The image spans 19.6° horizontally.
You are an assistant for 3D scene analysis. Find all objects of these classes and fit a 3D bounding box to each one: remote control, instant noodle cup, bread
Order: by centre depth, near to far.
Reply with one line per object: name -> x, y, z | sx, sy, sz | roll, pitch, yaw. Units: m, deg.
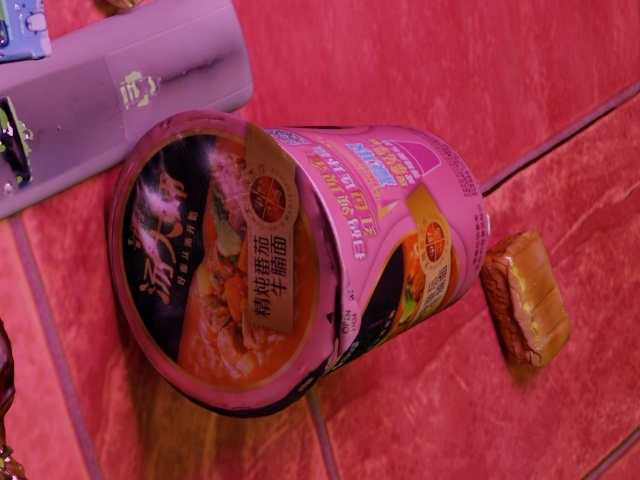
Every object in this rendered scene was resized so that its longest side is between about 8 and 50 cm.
remote control -> -0.160, -0.109, 1.417 | 0.313, 0.055, 0.109 | -30, 112, -45
instant noodle cup -> 0.000, 0.000, 1.469 | 0.255, 0.244, 0.244 | -14, 100, -49
bread -> 0.205, 0.058, 1.842 | 0.074, 0.053, 0.132 | -34, 113, -44

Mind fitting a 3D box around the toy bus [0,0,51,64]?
toy bus -> -0.274, -0.259, 1.250 | 0.131, 0.106, 0.297 | -17, 101, -46

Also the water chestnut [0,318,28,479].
water chestnut -> -0.279, 0.113, 1.147 | 0.238, 0.223, 0.223 | 42, 54, -5

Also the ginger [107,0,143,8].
ginger -> -0.130, -0.323, 1.441 | 0.089, 0.075, 0.288 | 16, 82, -25
